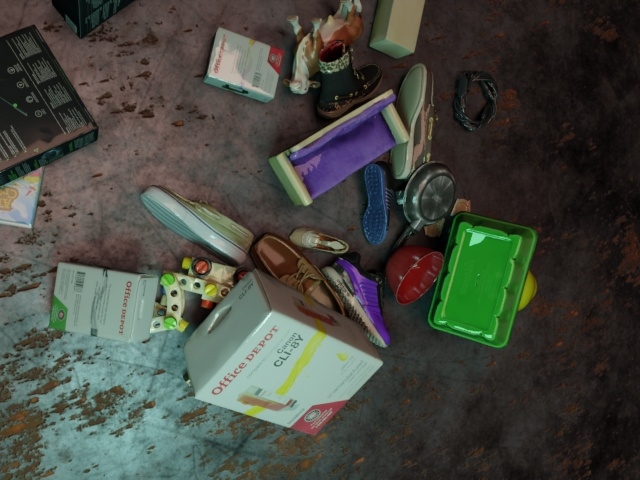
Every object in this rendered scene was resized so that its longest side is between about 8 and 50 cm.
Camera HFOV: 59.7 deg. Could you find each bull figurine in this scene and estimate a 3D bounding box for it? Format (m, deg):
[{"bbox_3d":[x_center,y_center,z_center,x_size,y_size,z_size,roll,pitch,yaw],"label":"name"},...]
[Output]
[{"bbox_3d":[0.002,-0.520,1.445,0.101,0.188,0.310,32,66,22],"label":"bull figurine"}]

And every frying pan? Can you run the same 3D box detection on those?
[{"bbox_3d":[0.273,-0.085,1.581,0.326,0.053,0.197,-44,129,-13],"label":"frying pan"}]

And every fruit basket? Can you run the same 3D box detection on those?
[{"bbox_3d":[0.493,0.117,1.646,0.282,0.392,0.392,16,85,20],"label":"fruit basket"}]

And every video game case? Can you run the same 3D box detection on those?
[{"bbox_3d":[-0.729,-0.139,1.220,0.212,0.023,0.193,11,88,-23],"label":"video game case"}]

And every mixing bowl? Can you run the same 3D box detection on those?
[{"bbox_3d":[0.249,0.081,1.577,0.181,0.098,0.181,-28,140,-26],"label":"mixing bowl"}]

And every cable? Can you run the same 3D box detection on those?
[{"bbox_3d":[0.477,-0.423,1.703,0.150,0.047,0.185,7,87,-28],"label":"cable"}]

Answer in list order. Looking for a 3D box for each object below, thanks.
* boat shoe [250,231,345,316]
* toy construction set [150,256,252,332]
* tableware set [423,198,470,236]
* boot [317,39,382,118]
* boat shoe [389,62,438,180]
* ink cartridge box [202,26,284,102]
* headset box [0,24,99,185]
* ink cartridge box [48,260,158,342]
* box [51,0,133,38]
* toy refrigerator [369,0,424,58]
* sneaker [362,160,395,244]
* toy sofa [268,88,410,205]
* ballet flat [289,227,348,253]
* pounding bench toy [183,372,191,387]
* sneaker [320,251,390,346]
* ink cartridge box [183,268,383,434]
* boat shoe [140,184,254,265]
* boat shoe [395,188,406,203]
[{"bbox_3d":[-0.042,0.107,1.461,0.324,0.120,0.122,46,75,-18],"label":"boat shoe"},{"bbox_3d":[-0.267,0.155,1.353,0.327,0.151,0.215,16,86,-22],"label":"toy construction set"},{"bbox_3d":[0.387,-0.070,1.687,0.168,0.020,0.141,14,87,-22],"label":"tableware set"},{"bbox_3d":[0.080,-0.443,1.453,0.236,0.085,0.179,-41,151,-24],"label":"boot"},{"bbox_3d":[0.275,-0.330,1.583,0.096,0.116,0.325,7,93,-27],"label":"boat shoe"},{"bbox_3d":[-0.194,-0.439,1.403,0.175,0.072,0.128,14,87,-22],"label":"ink cartridge box"},{"bbox_3d":[-0.659,-0.266,1.166,0.283,0.131,0.246,-34,99,-22],"label":"headset box"},{"bbox_3d":[-0.481,0.135,1.245,0.208,0.087,0.153,9,88,14],"label":"ink cartridge box"},{"bbox_3d":[-0.470,-0.556,1.183,0.184,0.261,0.103,-42,106,-16],"label":"box"},{"bbox_3d":[0.222,-0.662,1.560,0.102,0.094,0.270,13,88,-29],"label":"toy refrigerator"},{"bbox_3d":[0.173,-0.107,1.566,0.090,0.081,0.232,-20,116,-49],"label":"sneaker"},{"bbox_3d":[0.060,-0.242,1.462,0.362,0.177,0.150,-34,104,-19],"label":"toy sofa"},{"bbox_3d":[0.000,0.000,1.512,0.168,0.052,0.057,11,88,-22],"label":"ballet flat"},{"bbox_3d":[-0.290,0.348,1.405,0.083,0.052,0.065,-37,105,-17],"label":"pounding bench toy"},{"bbox_3d":[0.137,0.157,1.548,0.146,0.102,0.293,-38,105,-18],"label":"sneaker"},{"bbox_3d":[-0.086,0.278,1.327,0.384,0.160,0.279,32,106,-37],"label":"ink cartridge box"},{"bbox_3d":[-0.297,-0.050,1.373,0.302,0.109,0.094,39,62,-28],"label":"boat shoe"},{"bbox_3d":[0.280,-0.150,1.625,0.142,0.049,0.040,-26,101,-17],"label":"boat shoe"}]
